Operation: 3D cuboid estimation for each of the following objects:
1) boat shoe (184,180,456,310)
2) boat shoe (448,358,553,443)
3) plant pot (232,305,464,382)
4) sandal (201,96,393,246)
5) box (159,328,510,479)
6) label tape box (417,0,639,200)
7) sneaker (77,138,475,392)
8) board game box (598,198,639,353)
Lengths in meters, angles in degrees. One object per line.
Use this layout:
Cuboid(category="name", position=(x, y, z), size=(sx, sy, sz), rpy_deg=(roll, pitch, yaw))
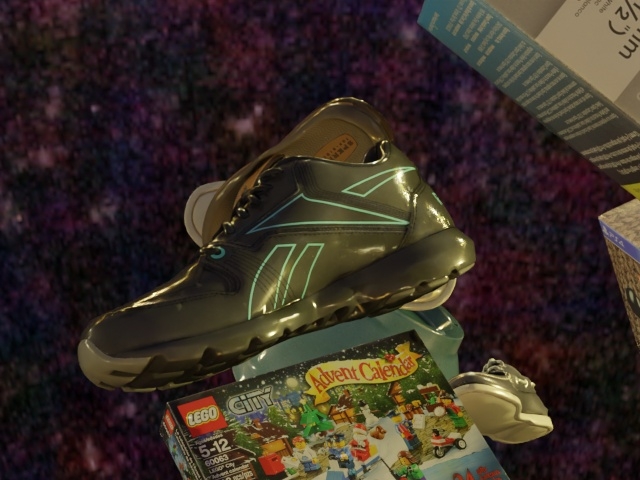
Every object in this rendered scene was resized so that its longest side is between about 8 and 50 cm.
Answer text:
Cuboid(category="boat shoe", position=(0.000, 0.000, 1.251), size=(0.255, 0.095, 0.079), rpy_deg=(10, 7, -6))
Cuboid(category="boat shoe", position=(0.170, 0.154, 1.354), size=(0.075, 0.206, 0.065), rpy_deg=(-24, 62, 22))
Cuboid(category="plant pot", position=(0.062, 0.151, 1.736), size=(0.293, 0.196, 0.293), rpy_deg=(30, 15, -9))
Cuboid(category="sandal", position=(-0.025, -0.025, 1.061), size=(0.090, 0.219, 0.060), rpy_deg=(39, 39, -16))
Cuboid(category="box", position=(0.011, 0.170, 1.068), size=(0.233, 0.044, 0.159), rpy_deg=(-14, 57, -28))
Cuboid(category="label tape box", position=(0.250, -0.133, 1.106), size=(0.348, 0.249, 0.115), rpy_deg=(37, 90, 1))
Cuboid(category="sneaker", position=(-0.032, 0.014, 0.812), size=(0.267, 0.101, 0.106), rpy_deg=(-18, 83, -35))
Cuboid(category="board game box", position=(0.505, 0.099, 1.745), size=(0.141, 0.291, 0.232), rpy_deg=(-25, 25, -6))
